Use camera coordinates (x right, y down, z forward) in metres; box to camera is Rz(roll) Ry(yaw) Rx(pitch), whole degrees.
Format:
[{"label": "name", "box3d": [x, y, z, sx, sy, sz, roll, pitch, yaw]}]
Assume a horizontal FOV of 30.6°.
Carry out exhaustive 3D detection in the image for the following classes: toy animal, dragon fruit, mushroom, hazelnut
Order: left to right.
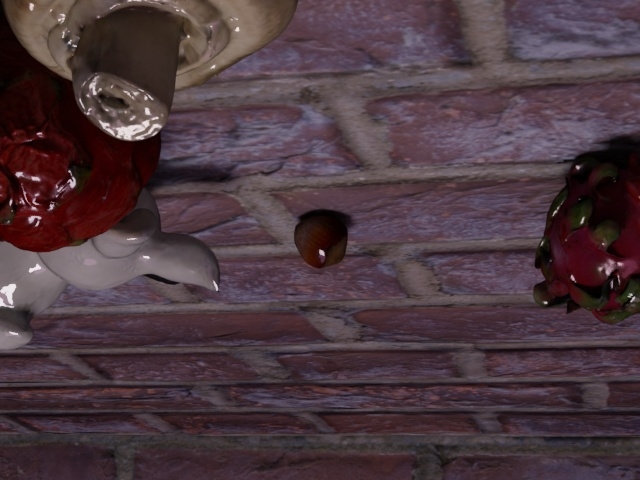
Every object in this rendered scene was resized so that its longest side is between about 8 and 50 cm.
[{"label": "dragon fruit", "box3d": [-0.278, -0.118, 1.176, 0.244, 0.299, 0.244, 1, 117, 3]}, {"label": "toy animal", "box3d": [-0.311, 0.013, 1.509, 0.368, 0.241, 0.196, -10, 156, 31]}, {"label": "mushroom", "box3d": [-0.144, -0.194, 0.974, 0.254, 0.234, 0.260, -4, 158, 5]}, {"label": "hazelnut", "box3d": [0.000, 0.000, 1.660, 0.086, 0.086, 0.086, 3, 158, 1]}, {"label": "dragon fruit", "box3d": [0.365, 0.000, 1.445, 0.218, 0.198, 0.273, 52, 172, -5]}]

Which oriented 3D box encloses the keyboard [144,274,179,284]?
[{"label": "keyboard", "box3d": [-0.297, 0.020, 1.824, 0.106, 0.016, 0.262, -15, 152, 39]}]
